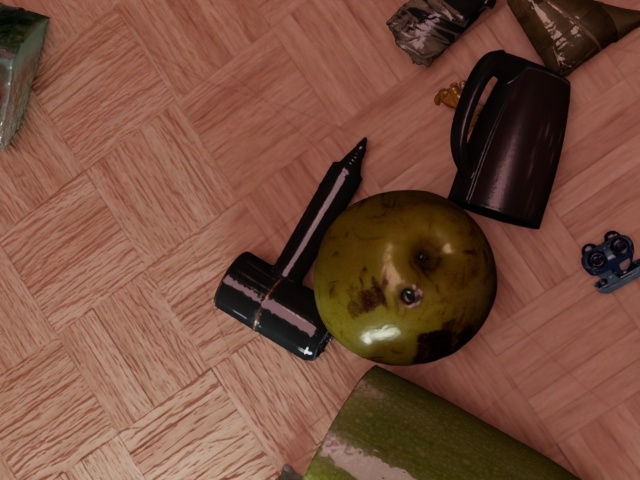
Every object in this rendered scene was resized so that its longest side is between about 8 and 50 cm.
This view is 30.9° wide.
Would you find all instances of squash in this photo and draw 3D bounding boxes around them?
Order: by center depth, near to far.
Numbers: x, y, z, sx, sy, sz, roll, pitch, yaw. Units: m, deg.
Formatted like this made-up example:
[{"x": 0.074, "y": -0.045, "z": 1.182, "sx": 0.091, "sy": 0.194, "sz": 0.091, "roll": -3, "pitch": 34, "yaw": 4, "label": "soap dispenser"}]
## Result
[{"x": 0.181, "y": 0.379, "z": 1.675, "sx": 0.384, "sy": 0.263, "sz": 0.263, "roll": 28, "pitch": 96, "yaw": 12, "label": "squash"}]

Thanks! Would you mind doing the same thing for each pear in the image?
[{"x": 0.127, "y": 0.054, "z": 1.680, "sx": 0.283, "sy": 0.283, "sz": 0.283, "roll": 0, "pitch": 89, "yaw": 14, "label": "pear"}]

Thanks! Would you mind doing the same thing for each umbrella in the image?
[{"x": 0.249, "y": -0.415, "z": 1.751, "sx": 0.358, "sy": 0.106, "sz": 0.113, "roll": -42, "pitch": 76, "yaw": 10, "label": "umbrella"}]

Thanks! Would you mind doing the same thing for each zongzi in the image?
[{"x": 0.383, "y": -0.349, "z": 1.723, "sx": 0.176, "sy": 0.078, "sz": 0.160, "roll": -34, "pitch": 101, "yaw": 6, "label": "zongzi"}]

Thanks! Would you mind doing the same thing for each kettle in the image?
[{"x": 0.270, "y": -0.153, "z": 1.709, "sx": 0.202, "sy": 0.144, "sz": 0.232, "roll": 18, "pitch": 88, "yaw": -30, "label": "kettle"}]

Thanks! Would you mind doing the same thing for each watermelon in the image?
[{"x": -0.601, "y": -0.271, "z": 1.939, "sx": 0.264, "sy": 0.151, "sz": 0.302, "roll": 6, "pitch": 90, "yaw": 14, "label": "watermelon"}]

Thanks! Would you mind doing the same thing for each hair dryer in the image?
[{"x": 0.000, "y": 0.000, "z": 1.817, "sx": 0.189, "sy": 0.107, "sz": 0.352, "roll": 31, "pitch": 91, "yaw": 10, "label": "hair dryer"}]

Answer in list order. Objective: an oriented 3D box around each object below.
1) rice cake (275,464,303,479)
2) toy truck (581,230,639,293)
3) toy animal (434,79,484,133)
[{"x": -0.060, "y": 0.467, "z": 1.834, "sx": 0.069, "sy": 0.063, "sz": 0.206, "roll": 16, "pitch": 93, "yaw": 12, "label": "rice cake"}, {"x": 0.456, "y": 0.018, "z": 1.716, "sx": 0.136, "sy": 0.063, "sz": 0.074, "roll": -31, "pitch": 102, "yaw": 10, "label": "toy truck"}, {"x": 0.216, "y": -0.201, "z": 1.781, "sx": 0.081, "sy": 0.060, "sz": 0.083, "roll": -27, "pitch": 85, "yaw": 37, "label": "toy animal"}]
